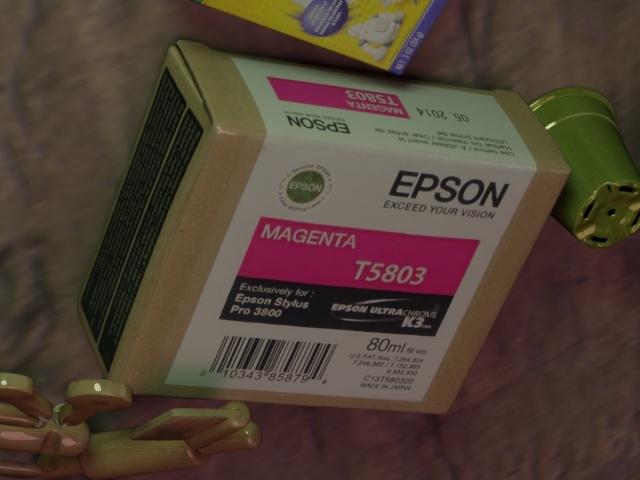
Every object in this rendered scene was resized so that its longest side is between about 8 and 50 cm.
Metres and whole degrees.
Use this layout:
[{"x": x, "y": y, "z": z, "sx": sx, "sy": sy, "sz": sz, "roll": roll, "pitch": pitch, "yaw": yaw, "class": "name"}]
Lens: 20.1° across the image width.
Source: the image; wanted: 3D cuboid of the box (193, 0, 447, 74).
[{"x": -0.007, "y": -0.162, "z": 0.953, "sx": 0.179, "sy": 0.043, "sz": 0.105, "roll": 16, "pitch": 118, "yaw": -32, "class": "box"}]

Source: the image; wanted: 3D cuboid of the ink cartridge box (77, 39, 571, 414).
[{"x": 0.000, "y": 0.000, "z": 1.057, "sx": 0.235, "sy": 0.088, "sz": 0.193, "roll": 6, "pitch": 125, "yaw": -27, "class": "ink cartridge box"}]

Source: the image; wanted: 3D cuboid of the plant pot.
[{"x": 0.162, "y": -0.038, "z": 1.106, "sx": 0.083, "sy": 0.079, "sz": 0.083, "roll": -13, "pitch": 130, "yaw": -15, "class": "plant pot"}]

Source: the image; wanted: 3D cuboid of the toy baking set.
[{"x": -0.165, "y": 0.105, "z": 1.051, "sx": 0.256, "sy": 0.030, "sz": 0.197, "roll": -14, "pitch": 154, "yaw": 33, "class": "toy baking set"}]
